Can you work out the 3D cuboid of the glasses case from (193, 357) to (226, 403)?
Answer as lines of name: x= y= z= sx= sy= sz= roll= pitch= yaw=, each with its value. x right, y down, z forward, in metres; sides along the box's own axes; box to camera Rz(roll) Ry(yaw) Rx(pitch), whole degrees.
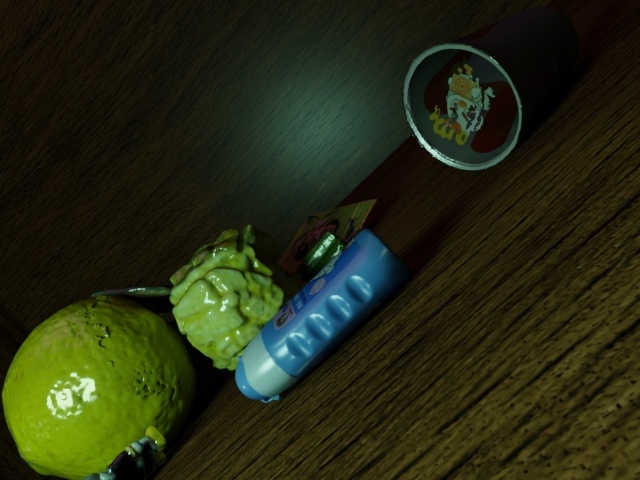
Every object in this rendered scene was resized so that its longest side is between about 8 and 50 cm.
glasses case: x=-0.275 y=0.325 z=1.405 sx=0.218 sy=0.049 sz=0.075 roll=-46 pitch=5 yaw=-15

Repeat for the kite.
kite: x=-0.013 y=0.011 z=1.477 sx=0.377 sy=0.013 sz=0.327 roll=-39 pitch=27 yaw=14

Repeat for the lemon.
lemon: x=-0.425 y=0.293 z=1.188 sx=0.387 sy=0.349 sz=0.350 roll=-53 pitch=4 yaw=3

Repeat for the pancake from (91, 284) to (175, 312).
pancake: x=-0.376 y=0.128 z=1.345 sx=0.250 sy=0.031 sz=0.250 roll=-4 pitch=-15 yaw=-1

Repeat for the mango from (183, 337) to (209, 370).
mango: x=-0.339 y=0.315 z=1.521 sx=0.293 sy=0.143 sz=0.175 roll=-35 pitch=-11 yaw=-30

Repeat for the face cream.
face cream: x=-0.005 y=0.101 z=0.781 sx=0.264 sy=0.083 sz=0.149 roll=-44 pitch=1 yaw=4

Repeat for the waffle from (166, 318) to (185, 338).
waffle: x=-0.290 y=0.180 z=1.520 sx=0.307 sy=0.060 sz=0.312 roll=-29 pitch=-1 yaw=-26

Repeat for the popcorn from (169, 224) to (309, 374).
popcorn: x=-0.164 y=0.107 z=1.210 sx=0.293 sy=0.237 sz=0.293 roll=-44 pitch=6 yaw=6

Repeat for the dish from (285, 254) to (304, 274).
dish: x=-0.072 y=0.095 z=1.610 sx=0.154 sy=0.064 sz=0.234 roll=-44 pitch=5 yaw=1

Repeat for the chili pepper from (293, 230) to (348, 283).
chili pepper: x=-0.075 y=0.112 z=1.333 sx=0.359 sy=0.085 sz=0.076 roll=-41 pitch=32 yaw=21

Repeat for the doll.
doll: x=-0.361 y=0.422 z=0.953 sx=0.316 sy=0.103 sz=0.145 roll=-41 pitch=-4 yaw=-44

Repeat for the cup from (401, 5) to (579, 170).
cup: x=0.289 y=-0.261 z=0.974 sx=0.288 sy=0.203 sz=0.203 roll=-39 pitch=0 yaw=-34
